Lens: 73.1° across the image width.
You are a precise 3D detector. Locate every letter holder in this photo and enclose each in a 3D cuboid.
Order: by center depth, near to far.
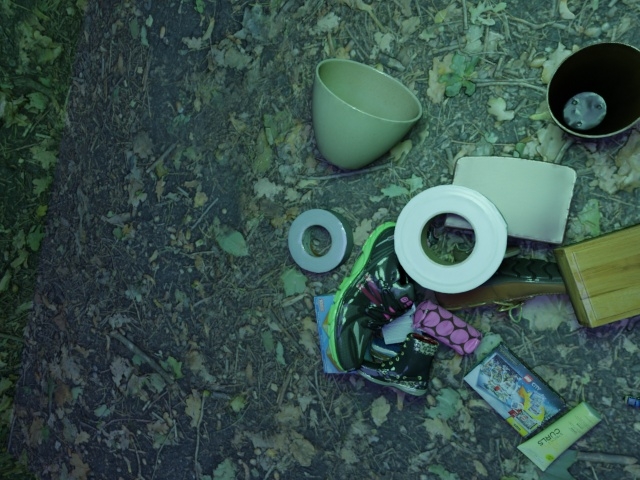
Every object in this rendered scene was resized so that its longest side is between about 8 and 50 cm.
[{"bbox_3d":[0.524,-0.117,1.211,0.302,0.152,0.214,11,95,23],"label":"letter holder"}]

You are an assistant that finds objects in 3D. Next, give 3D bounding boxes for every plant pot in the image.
[{"bbox_3d":[0.677,-0.346,1.083,0.216,0.230,0.215,1,93,23],"label":"plant pot"}]

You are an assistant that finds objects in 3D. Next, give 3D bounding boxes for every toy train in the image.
[{"bbox_3d":[0.891,0.441,1.142,0.158,0.036,0.027,8,96,23],"label":"toy train"}]

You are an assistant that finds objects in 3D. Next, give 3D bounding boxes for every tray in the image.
[{"bbox_3d":[0.820,0.055,1.060,0.411,0.076,0.202,-18,86,3],"label":"tray"}]

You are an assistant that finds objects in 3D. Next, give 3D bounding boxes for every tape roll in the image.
[{"bbox_3d":[0.347,-0.006,1.154,0.286,0.100,0.286,1,94,24],"label":"tape roll"},{"bbox_3d":[0.000,0.000,1.489,0.219,0.072,0.219,1,93,24],"label":"tape roll"}]

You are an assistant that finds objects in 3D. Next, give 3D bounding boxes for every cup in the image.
[{"bbox_3d":[0.105,-0.360,1.317,0.331,0.331,0.237,42,134,16],"label":"cup"}]

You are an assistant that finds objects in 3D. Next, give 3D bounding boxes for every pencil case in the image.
[{"bbox_3d":[0.375,0.264,1.292,0.209,0.095,0.098,30,75,-5],"label":"pencil case"}]

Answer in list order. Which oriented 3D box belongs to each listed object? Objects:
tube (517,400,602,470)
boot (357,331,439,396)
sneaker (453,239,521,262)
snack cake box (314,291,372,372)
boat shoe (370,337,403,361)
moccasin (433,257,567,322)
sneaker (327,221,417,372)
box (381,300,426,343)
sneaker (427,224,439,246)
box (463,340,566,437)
[{"bbox_3d":[0.685,0.558,1.231,0.240,0.062,0.070,-53,33,22],"label":"tube"},{"bbox_3d":[0.233,0.358,1.326,0.237,0.085,0.178,17,102,11],"label":"boot"},{"bbox_3d":[0.489,0.027,1.279,0.189,0.066,0.071,-13,86,23],"label":"sneaker"},{"bbox_3d":[0.080,0.307,1.463,0.152,0.089,0.264,-8,90,25],"label":"snack cake box"},{"bbox_3d":[0.251,0.380,1.411,0.183,0.066,0.066,22,122,16],"label":"boat shoe"},{"bbox_3d":[0.519,0.145,1.236,0.380,0.139,0.146,-13,110,24],"label":"moccasin"},{"bbox_3d":[0.174,0.172,1.290,0.202,0.185,0.482,20,81,33],"label":"sneaker"},{"bbox_3d":[0.259,0.251,1.389,0.126,0.072,0.137,-14,88,23],"label":"box"},{"bbox_3d":[0.334,-0.040,1.360,0.057,0.047,0.119,-25,87,8],"label":"sneaker"},{"bbox_3d":[0.569,0.439,1.279,0.233,0.044,0.159,45,109,15],"label":"box"}]
